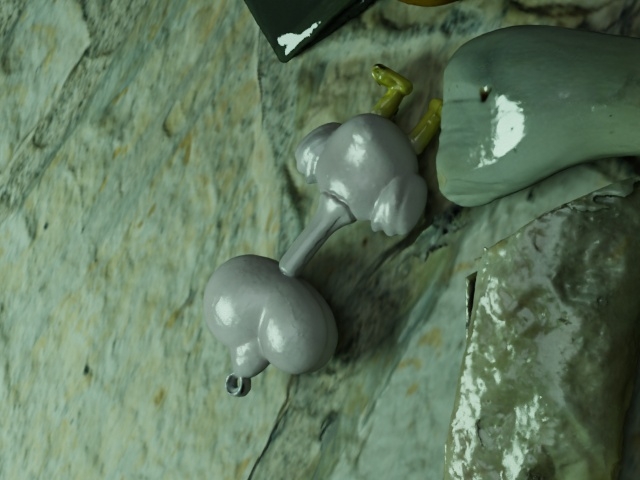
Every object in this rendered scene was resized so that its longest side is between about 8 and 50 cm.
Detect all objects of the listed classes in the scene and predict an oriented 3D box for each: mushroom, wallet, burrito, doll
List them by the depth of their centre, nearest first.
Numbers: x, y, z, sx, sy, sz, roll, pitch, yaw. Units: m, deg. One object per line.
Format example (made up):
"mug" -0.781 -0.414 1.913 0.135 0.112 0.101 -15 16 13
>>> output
"mushroom" 0.230 -0.110 0.959 0.328 0.122 0.159 3 112 51
"burrito" 0.202 0.086 0.983 0.175 0.107 0.348 14 90 12
"doll" -0.001 0.000 1.128 0.160 0.094 0.365 36 100 28
"wallet" -0.037 -0.334 1.211 0.168 0.052 0.245 -34 79 28

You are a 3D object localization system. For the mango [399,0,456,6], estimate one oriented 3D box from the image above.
"mango" 0.083 -0.321 1.079 0.166 0.136 0.236 -33 60 -4
